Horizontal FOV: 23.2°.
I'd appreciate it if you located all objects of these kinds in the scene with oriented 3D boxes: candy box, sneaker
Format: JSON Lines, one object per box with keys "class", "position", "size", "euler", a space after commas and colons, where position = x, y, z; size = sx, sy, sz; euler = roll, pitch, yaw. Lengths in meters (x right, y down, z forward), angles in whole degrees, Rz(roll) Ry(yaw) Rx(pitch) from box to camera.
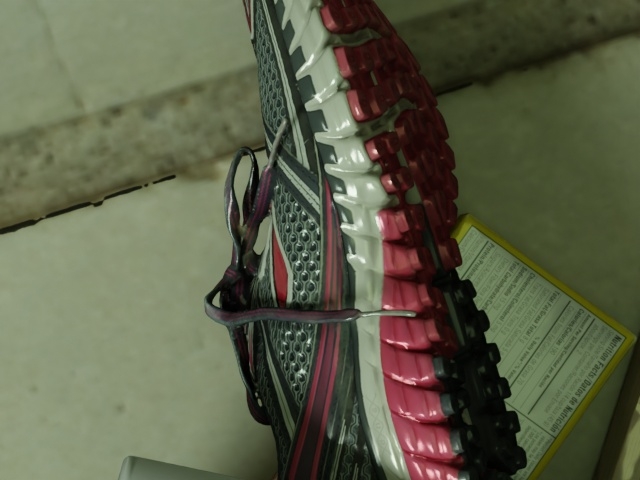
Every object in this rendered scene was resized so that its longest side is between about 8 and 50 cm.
{"class": "candy box", "position": [0.052, 0.099, 0.757], "size": [0.105, 0.027, 0.206], "euler": [37, 87, -7]}
{"class": "sneaker", "position": [0.000, 0.000, 0.696], "size": [0.112, 0.121, 0.299], "euler": [-16, 75, 21]}

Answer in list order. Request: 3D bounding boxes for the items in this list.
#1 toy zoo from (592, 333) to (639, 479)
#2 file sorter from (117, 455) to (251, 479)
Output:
{"class": "toy zoo", "position": [0.301, 0.085, 0.786], "size": [0.293, 0.030, 0.192], "euler": [19, 88, -7]}
{"class": "file sorter", "position": [0.027, 0.236, 0.643], "size": [0.278, 0.193, 0.173], "euler": [13, 49, -8]}
